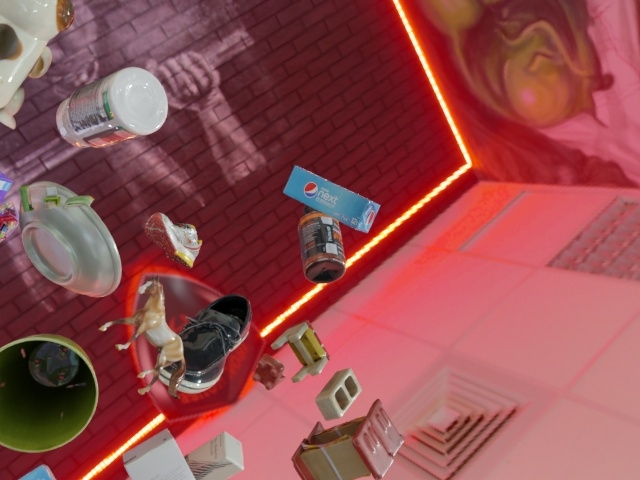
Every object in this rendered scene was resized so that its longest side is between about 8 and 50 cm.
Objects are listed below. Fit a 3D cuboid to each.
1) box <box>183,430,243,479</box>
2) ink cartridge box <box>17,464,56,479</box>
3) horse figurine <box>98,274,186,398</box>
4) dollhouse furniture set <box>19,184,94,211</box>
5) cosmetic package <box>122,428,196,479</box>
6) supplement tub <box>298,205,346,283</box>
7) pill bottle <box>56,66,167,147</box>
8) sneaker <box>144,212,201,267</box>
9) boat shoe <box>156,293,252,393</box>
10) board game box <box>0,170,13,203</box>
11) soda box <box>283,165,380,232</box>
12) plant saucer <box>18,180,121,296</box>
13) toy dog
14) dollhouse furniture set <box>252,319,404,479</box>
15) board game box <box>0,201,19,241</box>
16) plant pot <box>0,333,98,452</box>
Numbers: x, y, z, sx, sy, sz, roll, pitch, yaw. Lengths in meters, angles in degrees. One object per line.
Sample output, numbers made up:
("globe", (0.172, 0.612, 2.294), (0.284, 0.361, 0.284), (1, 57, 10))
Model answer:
("box", (-0.380, 0.732, 2.091), (0.275, 0.094, 0.113), (-35, -146, 12))
("ink cartridge box", (-0.664, 0.654, 1.367), (0.307, 0.223, 0.129), (-31, 175, -25))
("horse figurine", (-0.382, 0.234, 1.505), (0.066, 0.263, 0.174), (-19, -165, 43))
("dollhouse furniture set", (-0.611, -0.105, 1.525), (0.151, 0.059, 0.076), (-6, -167, -10))
("cosmetic package", (-0.462, 0.672, 1.898), (0.151, 0.184, 0.151), (-27, -176, -20))
("supplement tub", (0.000, 0.000, 1.597), (0.106, 0.106, 0.198), (-23, -131, 18))
("pill bottle", (-0.663, -0.403, 2.057), (0.360, 0.204, 0.204), (-5, -147, 40))
("sneaker", (-0.371, -0.016, 1.667), (0.088, 0.225, 0.093), (22, -109, 19))
("boat shoe", (-0.328, 0.287, 1.928), (0.500, 0.186, 0.156), (-45, 158, -70))
("board game box", (-0.989, -0.147, 1.721), (0.233, 0.347, 0.078), (-59, 157, 6))
("soda box", (0.024, -0.093, 1.471), (0.210, 0.067, 0.071), (28, -84, 27))
("plant saucer", (-0.778, 0.020, 1.960), (0.400, 0.401, 0.100), (-12, -157, 39))
("toy dog", (-0.875, -0.564, 1.797), (0.408, 0.284, 0.395), (-58, -165, -6))
("dollhouse furniture set", (-0.001, 0.361, 1.460), (0.201, 0.374, 0.152), (-27, -174, 32))
("board game box", (-1.007, -0.042, 2.090), (0.133, 0.033, 0.169), (-51, 170, -31))
("plant pot", (-0.699, 0.347, 1.667), (0.274, 0.275, 0.293), (-34, -167, -9))
